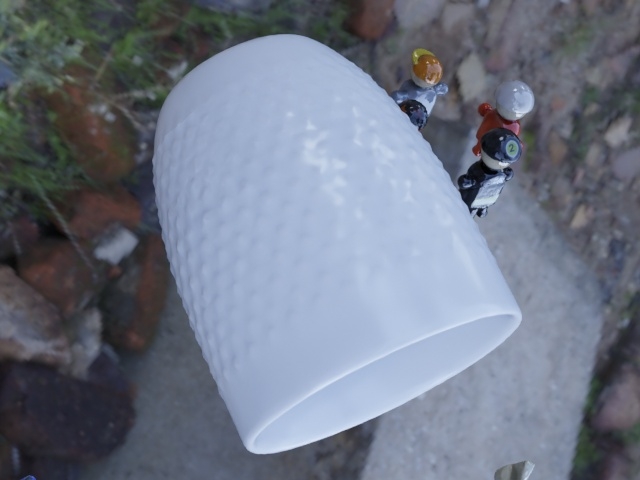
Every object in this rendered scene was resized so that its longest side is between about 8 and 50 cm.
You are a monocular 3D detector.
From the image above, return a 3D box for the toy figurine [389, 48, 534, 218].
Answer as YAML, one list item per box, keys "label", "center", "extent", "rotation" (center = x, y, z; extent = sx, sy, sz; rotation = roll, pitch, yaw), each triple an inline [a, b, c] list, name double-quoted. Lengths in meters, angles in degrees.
- label: "toy figurine"
  center: [0.191, -0.160, 1.880]
  extent: [0.213, 0.210, 0.148]
  rotation: [-64, 176, -48]

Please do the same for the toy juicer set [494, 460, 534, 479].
- label: "toy juicer set"
  center: [0.269, 0.406, 1.654]
  extent: [0.209, 0.090, 0.328]
  rotation: [-90, 180, -81]

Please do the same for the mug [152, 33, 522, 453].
- label: "mug"
  center: [0.000, 0.000, 1.259]
  extent: [0.276, 0.328, 0.374]
  rotation: [-27, 163, 5]

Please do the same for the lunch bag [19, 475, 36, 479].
- label: "lunch bag"
  center: [-0.389, 0.386, 1.648]
  extent: [0.151, 0.096, 0.128]
  rotation: [-39, 127, -19]
